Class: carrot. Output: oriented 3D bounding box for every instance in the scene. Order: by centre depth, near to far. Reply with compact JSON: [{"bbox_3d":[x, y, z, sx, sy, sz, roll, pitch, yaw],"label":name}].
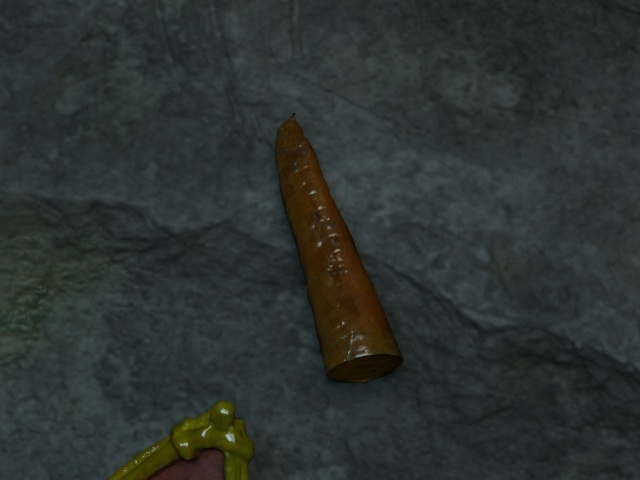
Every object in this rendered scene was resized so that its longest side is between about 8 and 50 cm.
[{"bbox_3d":[0.000,0.000,1.368,0.057,0.057,0.224,-13,64,-13],"label":"carrot"}]

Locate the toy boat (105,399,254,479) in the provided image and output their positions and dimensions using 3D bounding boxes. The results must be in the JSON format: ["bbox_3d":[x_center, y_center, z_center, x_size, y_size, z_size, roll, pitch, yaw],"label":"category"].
[{"bbox_3d":[-0.136,0.253,1.204,0.141,0.099,0.318,25,67,9],"label":"toy boat"}]
